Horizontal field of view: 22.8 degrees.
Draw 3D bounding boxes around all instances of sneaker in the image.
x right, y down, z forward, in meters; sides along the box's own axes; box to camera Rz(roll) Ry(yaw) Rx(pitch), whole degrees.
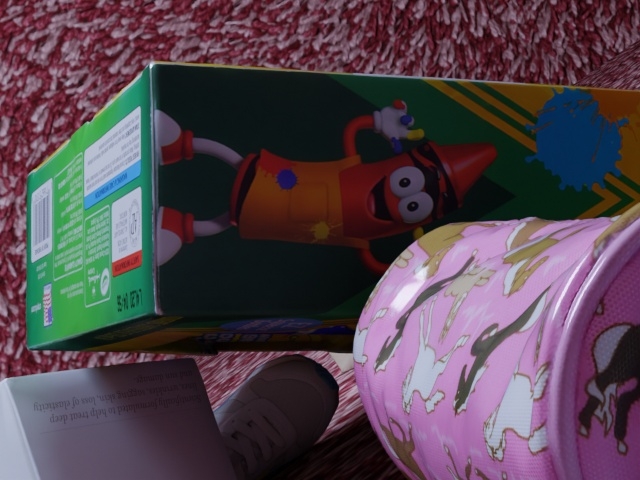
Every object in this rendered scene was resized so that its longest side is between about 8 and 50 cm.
[{"bbox_3d":[-0.075,0.186,1.386,0.228,0.087,0.092,-39,9,23],"label":"sneaker"}]

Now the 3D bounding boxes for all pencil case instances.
[{"bbox_3d":[0.121,0.062,0.755,0.167,0.160,0.386,-26,2,-11],"label":"pencil case"}]

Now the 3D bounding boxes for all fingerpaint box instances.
[{"bbox_3d":[0.000,0.000,1.184,0.371,0.163,0.445,1,-7,-21],"label":"fingerpaint box"}]

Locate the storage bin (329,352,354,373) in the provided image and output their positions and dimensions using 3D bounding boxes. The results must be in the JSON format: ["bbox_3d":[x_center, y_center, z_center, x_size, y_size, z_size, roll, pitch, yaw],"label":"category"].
[{"bbox_3d":[0.138,-0.003,1.614,0.262,0.123,0.260,-30,5,36],"label":"storage bin"}]

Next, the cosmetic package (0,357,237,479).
[{"bbox_3d":[-0.272,0.241,1.295,0.385,0.156,0.217,-32,-17,31],"label":"cosmetic package"}]
